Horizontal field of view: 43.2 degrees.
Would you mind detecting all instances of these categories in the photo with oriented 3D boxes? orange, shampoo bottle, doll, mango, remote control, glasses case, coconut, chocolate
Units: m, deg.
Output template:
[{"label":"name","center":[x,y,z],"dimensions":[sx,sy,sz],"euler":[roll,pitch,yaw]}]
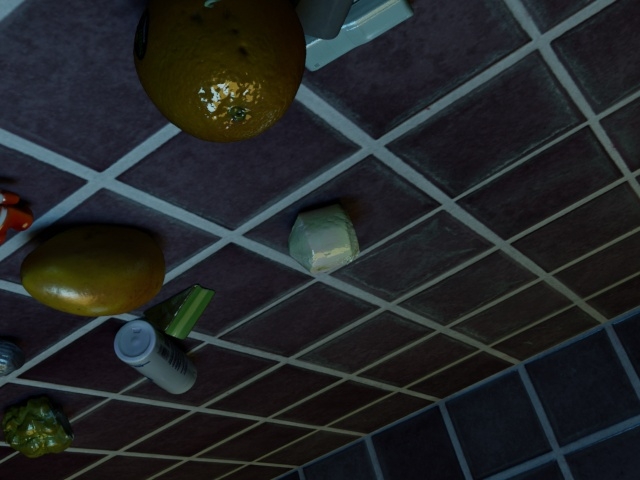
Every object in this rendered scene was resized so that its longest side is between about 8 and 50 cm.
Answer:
[{"label":"orange","center":[-0.110,-0.207,0.906],"dimensions":[0.206,0.206,0.206],"euler":[-14,152,-8]},{"label":"shampoo bottle","center":[-0.336,0.260,1.720],"dimensions":[0.092,0.092,0.303],"euler":[-20,153,2]},{"label":"doll","center":[-0.505,-0.045,1.091],"dimensions":[0.142,0.076,0.245],"euler":[-29,154,17]},{"label":"mango","center":[-0.358,0.049,1.280],"dimensions":[0.126,0.154,0.252],"euler":[-46,156,29]},{"label":"remote control","center":[0.041,-0.274,1.057],"dimensions":[0.162,0.029,0.061],"euler":[-28,148,18]},{"label":"glasses case","center":[0.019,-0.320,0.945],"dimensions":[0.071,0.042,0.191],"euler":[11,144,-15]},{"label":"coconut","center":[0.000,0.000,1.436],"dimensions":[0.122,0.116,0.116],"euler":[-18,152,-3]},{"label":"chocolate","center":[-0.635,0.225,1.498],"dimensions":[0.166,0.072,0.072],"euler":[-9,151,-13]}]

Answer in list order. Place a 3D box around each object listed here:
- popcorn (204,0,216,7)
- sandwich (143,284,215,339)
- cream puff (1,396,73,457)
[{"label":"popcorn","center":[-0.095,-0.311,0.744],"dimensions":[0.197,0.212,0.198],"euler":[0,117,0]},{"label":"sandwich","center":[-0.279,0.124,1.600],"dimensions":[0.116,0.074,0.074],"euler":[-56,146,0]},{"label":"cream puff","center":[-0.630,0.421,1.796],"dimensions":[0.156,0.121,0.156],"euler":[-13,157,-5]}]
